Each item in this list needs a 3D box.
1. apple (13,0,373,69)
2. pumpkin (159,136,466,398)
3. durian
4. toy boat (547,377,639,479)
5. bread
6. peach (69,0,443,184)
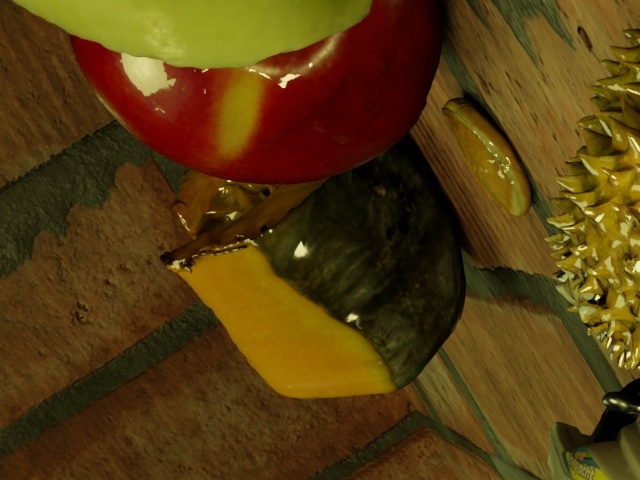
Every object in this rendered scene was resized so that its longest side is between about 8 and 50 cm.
[{"bbox_3d":[-0.033,-0.233,0.887,0.258,0.295,0.233,41,127,35],"label":"apple"},{"bbox_3d":[0.000,0.000,1.823,0.225,0.256,0.303,56,-161,-27],"label":"pumpkin"},{"bbox_3d":[0.175,-0.006,0.944,0.183,0.138,0.250,48,178,14],"label":"durian"},{"bbox_3d":[0.235,0.153,1.306,0.141,0.141,0.269,57,175,7],"label":"toy boat"},{"bbox_3d":[0.131,-0.066,1.484,0.110,0.024,0.110,58,174,9],"label":"bread"},{"bbox_3d":[-0.038,-0.132,1.373,0.201,0.257,0.362,63,171,8],"label":"peach"}]
